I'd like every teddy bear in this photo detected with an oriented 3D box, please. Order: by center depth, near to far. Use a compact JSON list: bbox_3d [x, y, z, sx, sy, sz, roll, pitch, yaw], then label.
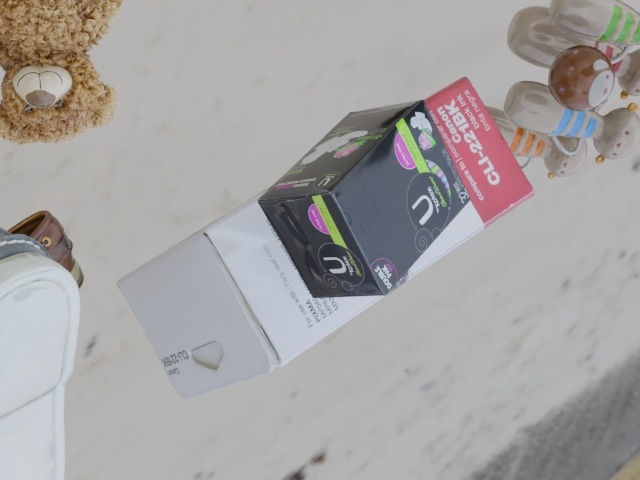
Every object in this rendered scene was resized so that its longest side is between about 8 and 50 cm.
[{"bbox_3d":[-0.354,-0.287,1.567,0.245,0.338,0.113,7,179,-23],"label":"teddy bear"}]

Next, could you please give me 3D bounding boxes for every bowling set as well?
[{"bbox_3d":[0.250,-0.140,1.127,0.200,0.154,0.287,-92,-158,-56],"label":"bowling set"}]

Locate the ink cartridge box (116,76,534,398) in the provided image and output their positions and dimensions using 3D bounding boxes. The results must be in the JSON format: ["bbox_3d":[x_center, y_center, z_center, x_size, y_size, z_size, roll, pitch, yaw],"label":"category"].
[{"bbox_3d":[0.000,0.000,1.013,0.273,0.114,0.197,-33,-176,-30],"label":"ink cartridge box"}]

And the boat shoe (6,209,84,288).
[{"bbox_3d":[-0.241,0.035,0.841,0.178,0.064,0.060,-30,124,-32],"label":"boat shoe"}]

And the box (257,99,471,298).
[{"bbox_3d":[0.023,-0.020,0.626,0.052,0.062,0.083,-4,-148,46],"label":"box"}]

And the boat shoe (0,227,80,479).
[{"bbox_3d":[-0.232,0.123,0.814,0.116,0.099,0.319,-20,138,-47],"label":"boat shoe"}]
